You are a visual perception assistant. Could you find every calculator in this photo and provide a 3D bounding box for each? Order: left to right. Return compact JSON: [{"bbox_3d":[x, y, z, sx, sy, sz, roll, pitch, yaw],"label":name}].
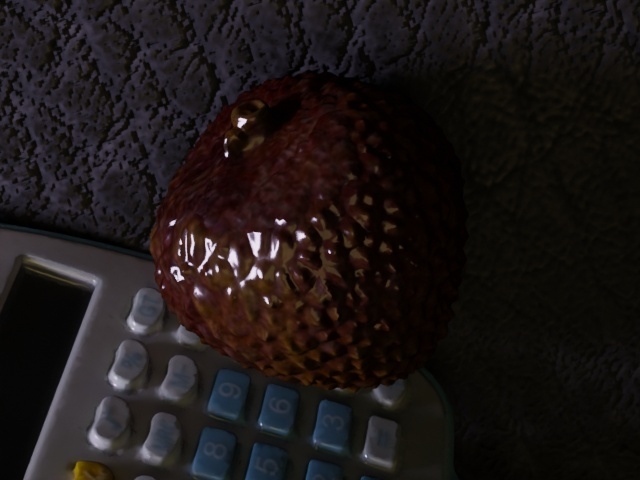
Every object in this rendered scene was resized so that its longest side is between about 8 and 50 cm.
[{"bbox_3d":[-0.094,0.109,1.001,0.386,0.256,0.054,15,129,-2],"label":"calculator"}]

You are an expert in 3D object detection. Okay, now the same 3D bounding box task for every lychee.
[{"bbox_3d":[0.000,-0.006,0.991,0.194,0.194,0.194,0,109,1],"label":"lychee"}]
